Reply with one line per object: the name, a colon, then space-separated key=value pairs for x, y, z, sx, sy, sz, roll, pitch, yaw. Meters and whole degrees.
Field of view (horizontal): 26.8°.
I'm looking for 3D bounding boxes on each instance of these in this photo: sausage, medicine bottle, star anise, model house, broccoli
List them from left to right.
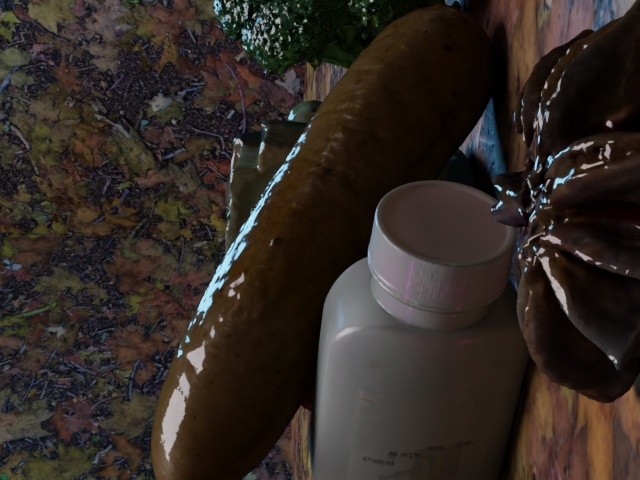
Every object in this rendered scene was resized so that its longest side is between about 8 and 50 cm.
sausage: x=-0.001 y=-0.001 z=1.150 sx=0.501 sy=0.123 sz=0.136 roll=-58 pitch=-18 yaw=-15
model house: x=0.004 y=-0.007 z=1.696 sx=0.280 sy=0.245 sz=0.312 roll=-76 pitch=-8 yaw=-72
broccoli: x=0.039 y=-0.281 z=1.358 sx=0.308 sy=0.275 sz=0.308 roll=-39 pitch=28 yaw=25
medicine bottle: x=0.078 y=0.100 z=1.070 sx=0.111 sy=0.161 sz=0.296 roll=-98 pitch=10 yaw=-50
star anise: x=0.152 y=-0.017 z=0.739 sx=0.229 sy=0.093 sz=0.236 roll=-129 pitch=37 yaw=-75

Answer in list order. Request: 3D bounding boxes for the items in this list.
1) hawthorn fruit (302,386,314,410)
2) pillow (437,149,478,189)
hawthorn fruit: x=-0.003 y=0.153 z=2.032 sx=0.185 sy=0.185 sz=0.202 roll=115 pitch=178 yaw=-78
pillow: x=0.110 y=0.030 z=1.297 sx=0.214 sy=0.086 sz=0.233 roll=-74 pitch=-12 yaw=-61
